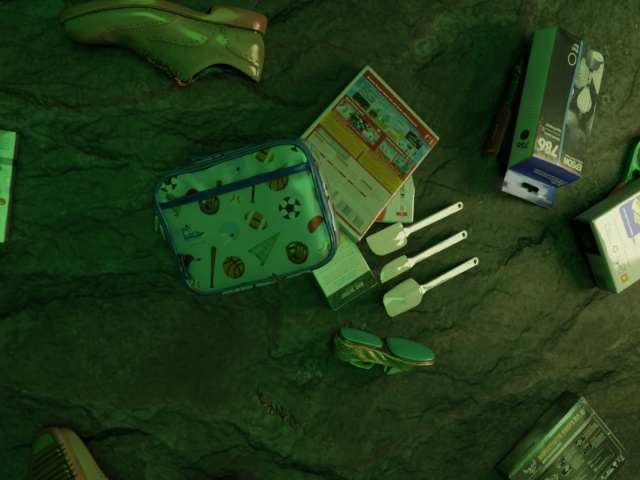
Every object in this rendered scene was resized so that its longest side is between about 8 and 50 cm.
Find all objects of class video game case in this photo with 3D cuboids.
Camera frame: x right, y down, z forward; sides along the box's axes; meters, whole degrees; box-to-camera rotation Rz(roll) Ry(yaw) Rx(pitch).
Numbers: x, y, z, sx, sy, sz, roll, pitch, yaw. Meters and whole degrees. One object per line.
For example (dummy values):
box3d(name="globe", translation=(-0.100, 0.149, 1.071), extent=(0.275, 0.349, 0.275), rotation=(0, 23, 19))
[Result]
box3d(name="video game case", translation=(0.076, -0.165, 1.130), extent=(0.204, 0.025, 0.285), rotation=(43, 67, -9))

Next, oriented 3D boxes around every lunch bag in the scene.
box3d(name="lunch bag", translation=(-0.128, -0.045, 1.028), extent=(0.303, 0.115, 0.243), rotation=(-14, 101, 12))

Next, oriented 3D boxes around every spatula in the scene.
box3d(name="spatula", translation=(0.205, 0.029, 1.181), extent=(0.241, 0.019, 0.168), rotation=(-24, 100, -27))

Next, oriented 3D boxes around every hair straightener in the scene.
box3d(name="hair straightener", translation=(0.401, -0.266, 1.244), extent=(0.089, 0.047, 0.231), rotation=(20, 80, -29))

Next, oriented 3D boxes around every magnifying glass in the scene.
box3d(name="magnifying glass", translation=(0.673, -0.135, 1.315), extent=(0.092, 0.026, 0.231), rotation=(45, 79, -11))

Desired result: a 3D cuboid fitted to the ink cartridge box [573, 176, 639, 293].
box3d(name="ink cartridge box", translation=(0.721, -0.055, 1.293), extent=(0.370, 0.069, 0.176), rotation=(-29, 106, -10))

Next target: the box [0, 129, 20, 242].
box3d(name="box", translation=(-0.586, -0.096, 1.004), extent=(0.145, 0.038, 0.187), rotation=(7, 90, -13))

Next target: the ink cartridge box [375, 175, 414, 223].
box3d(name="ink cartridge box", translation=(0.110, -0.124, 1.169), extent=(0.145, 0.045, 0.180), rotation=(3, 93, -14))

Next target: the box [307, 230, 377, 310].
box3d(name="box", translation=(0.000, 0.000, 1.134), extent=(0.100, 0.060, 0.244), rotation=(-31, 97, -12))

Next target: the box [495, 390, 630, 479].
box3d(name="box", translation=(0.505, 0.461, 1.264), extent=(0.231, 0.056, 0.183), rotation=(-43, 99, -10))

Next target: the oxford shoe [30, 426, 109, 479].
box3d(name="oxford shoe", translation=(-0.358, 0.487, 1.029), extent=(0.140, 0.146, 0.397), rotation=(-32, 81, 29))

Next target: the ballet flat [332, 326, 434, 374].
box3d(name="ballet flat", translation=(0.117, 0.220, 1.172), extent=(0.206, 0.073, 0.067), rotation=(16, 114, -11))

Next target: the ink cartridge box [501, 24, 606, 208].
box3d(name="ink cartridge box", translation=(0.472, -0.240, 1.223), extent=(0.165, 0.065, 0.333), rotation=(13, 89, -32))

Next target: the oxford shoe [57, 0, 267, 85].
box3d(name="oxford shoe", translation=(-0.262, -0.334, 1.039), extent=(0.347, 0.123, 0.130), rotation=(-1, 96, -12))
